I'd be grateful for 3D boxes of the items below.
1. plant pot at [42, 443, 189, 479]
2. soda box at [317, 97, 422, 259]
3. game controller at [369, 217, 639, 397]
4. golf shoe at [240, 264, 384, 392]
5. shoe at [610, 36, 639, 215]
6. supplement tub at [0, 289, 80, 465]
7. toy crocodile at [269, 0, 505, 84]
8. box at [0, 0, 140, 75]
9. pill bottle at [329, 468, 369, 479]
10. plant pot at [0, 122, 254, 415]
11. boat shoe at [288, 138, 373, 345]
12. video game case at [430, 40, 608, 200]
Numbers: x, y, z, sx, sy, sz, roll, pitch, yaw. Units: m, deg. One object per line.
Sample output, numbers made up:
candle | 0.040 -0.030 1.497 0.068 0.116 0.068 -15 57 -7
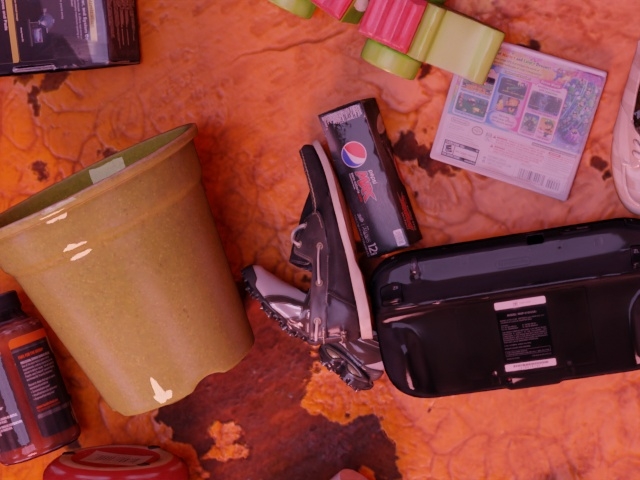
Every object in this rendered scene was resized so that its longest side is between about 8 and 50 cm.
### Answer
plant pot | -0.239 0.335 1.570 0.191 0.191 0.174 2 96 18
soda box | 0.056 -0.069 1.484 0.053 0.060 0.169 -18 93 21
game controller | 0.215 0.076 1.441 0.319 0.067 0.167 -9 110 11
golf shoe | 0.002 0.079 1.525 0.198 0.077 0.094 40 91 7
shoe | 0.338 -0.131 1.383 0.076 0.058 0.219 9 100 17
supplement tub | -0.367 0.163 1.631 0.106 0.106 0.198 -18 92 20
toy crocodile | 0.034 -0.264 1.439 0.340 0.105 0.115 31 106 12
box | -0.384 -0.386 1.566 0.318 0.097 0.395 -3 97 20
pill bottle | -0.012 0.348 1.537 0.186 0.112 0.112 -44 83 18
plant pot | -0.205 0.043 1.500 0.276 0.276 0.254 -22 102 20
boat shoe | 0.000 0.000 1.470 0.079 0.084 0.233 -12 72 6
video game case | 0.210 -0.133 1.447 0.157 0.019 0.143 19 103 16
